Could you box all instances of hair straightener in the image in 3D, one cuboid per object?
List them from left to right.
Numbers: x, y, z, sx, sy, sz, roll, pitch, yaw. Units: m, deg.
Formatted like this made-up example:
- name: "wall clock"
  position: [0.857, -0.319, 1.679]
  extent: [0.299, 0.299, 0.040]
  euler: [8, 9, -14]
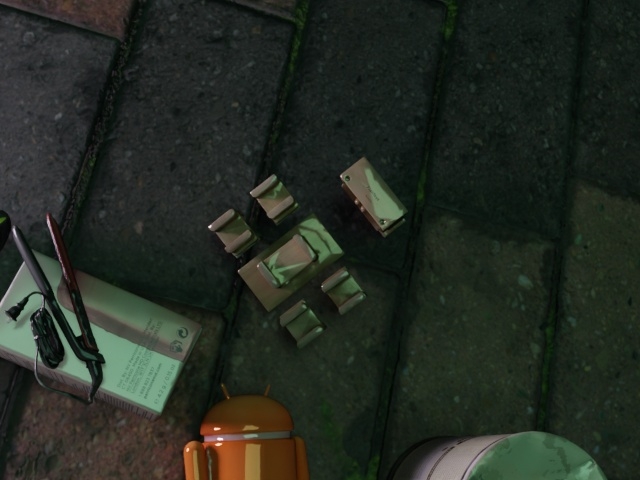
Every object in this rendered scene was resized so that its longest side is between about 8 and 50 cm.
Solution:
- name: "hair straightener"
  position: [-0.318, 0.086, 0.904]
  extent: [0.089, 0.047, 0.230]
  euler: [-19, 83, -19]

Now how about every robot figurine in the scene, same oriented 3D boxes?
- name: "robot figurine"
  position: [-0.092, 0.297, 1.012]
  extent: [0.158, 0.128, 0.219]
  euler: [-2, 76, -3]

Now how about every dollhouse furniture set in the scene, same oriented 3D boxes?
- name: "dollhouse furniture set"
  position: [0.000, 0.000, 1.135]
  extent: [0.242, 0.161, 0.212]
  euler: [-38, 86, 2]

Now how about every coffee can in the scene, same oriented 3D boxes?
- name: "coffee can"
  position: [0.215, 0.349, 0.993]
  extent: [0.202, 0.275, 0.201]
  euler: [4, 74, -13]

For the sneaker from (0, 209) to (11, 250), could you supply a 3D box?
- name: "sneaker"
  position: [-0.551, 0.012, 0.989]
  extent: [0.300, 0.111, 0.121]
  euler: [-22, 77, -21]

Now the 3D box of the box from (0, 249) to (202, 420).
- name: "box"
  position: [-0.287, 0.128, 0.998]
  extent: [0.232, 0.148, 0.126]
  euler: [25, 70, -6]
